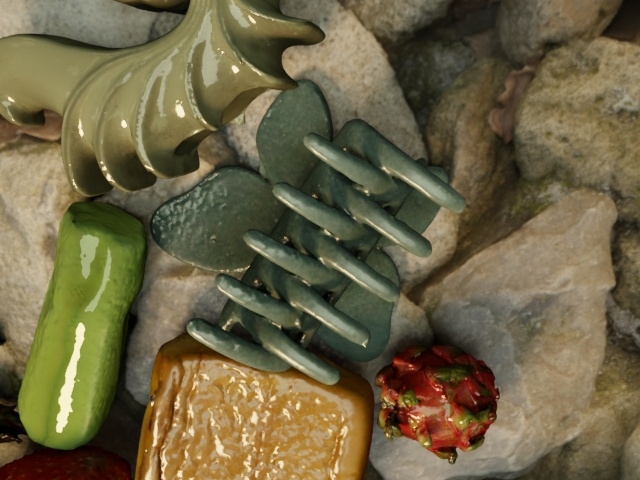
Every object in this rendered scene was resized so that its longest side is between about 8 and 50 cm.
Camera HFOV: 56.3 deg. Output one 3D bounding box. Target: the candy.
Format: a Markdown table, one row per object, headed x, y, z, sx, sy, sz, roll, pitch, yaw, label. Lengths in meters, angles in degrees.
| x | y | z | sx | sy | sz | roll | pitch | yaw | label |
| --- | --- | --- | --- | --- | --- | --- | --- | --- | --- |
| -0.329 | 0.121 | 0.825 | 0.132 | 0.142 | 0.343 | 20 | 106 | 3 | candy |

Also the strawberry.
| x | y | z | sx | sy | sz | roll | pitch | yaw | label |
| --- | --- | --- | --- | --- | --- | --- | --- | --- | --- |
| -0.380 | 0.400 | 0.850 | 0.257 | 0.257 | 0.277 | 39 | 108 | -12 | strawberry |

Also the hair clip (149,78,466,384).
| x | y | z | sx | sy | sz | roll | pitch | yaw | label |
| --- | --- | --- | --- | --- | --- | --- | --- | --- | --- |
| 0.000 | 0.000 | 0.739 | 0.392 | 0.238 | 0.318 | 33 | 102 | -10 | hair clip |

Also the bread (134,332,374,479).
| x | y | z | sx | sy | sz | roll | pitch | yaw | label |
| --- | --- | --- | --- | --- | --- | --- | --- | --- | --- |
| -0.097 | 0.304 | 0.881 | 0.328 | 0.148 | 0.337 | 8 | 101 | -4 | bread |

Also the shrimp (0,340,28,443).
| x | y | z | sx | sy | sz | roll | pitch | yaw | label |
| --- | --- | --- | --- | --- | --- | --- | --- | --- | --- |
| -0.544 | 0.198 | 0.890 | 0.289 | 0.075 | 0.178 | 20 | 105 | 7 | shrimp |

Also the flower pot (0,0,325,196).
| x | y | z | sx | sy | sz | roll | pitch | yaw | label |
| --- | --- | --- | --- | --- | --- | --- | --- | --- | --- |
| -0.194 | -0.212 | 0.702 | 0.367 | 0.164 | 0.254 | -38 | 94 | 15 | flower pot |

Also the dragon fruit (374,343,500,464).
| x | y | z | sx | sy | sz | roll | pitch | yaw | label |
| --- | --- | --- | --- | --- | --- | --- | --- | --- | --- |
| 0.158 | 0.231 | 0.852 | 0.172 | 0.160 | 0.166 | 8 | 73 | -14 | dragon fruit |
